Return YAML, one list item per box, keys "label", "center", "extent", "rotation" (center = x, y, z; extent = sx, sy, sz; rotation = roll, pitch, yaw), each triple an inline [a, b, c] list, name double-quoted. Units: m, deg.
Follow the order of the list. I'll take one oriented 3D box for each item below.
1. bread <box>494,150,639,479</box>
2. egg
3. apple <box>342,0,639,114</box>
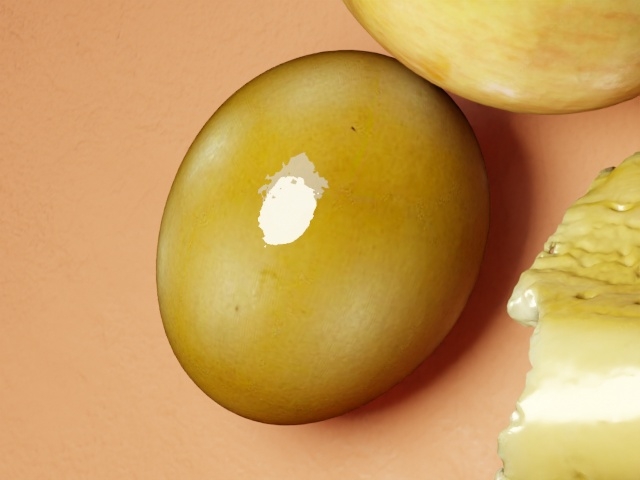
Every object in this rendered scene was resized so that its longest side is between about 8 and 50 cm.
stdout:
- label: "bread"
  center: [0.361, 0.106, 1.392]
  extent: [0.394, 0.250, 0.361]
  rotation: [2, 35, 31]
- label: "egg"
  center: [0.000, 0.000, 1.667]
  extent: [0.282, 0.282, 0.351]
  rotation: [36, 107, 35]
- label: "apple"
  center: [0.179, -0.296, 1.570]
  extent: [0.391, 0.346, 0.392]
  rotation: [-172, 90, -71]
